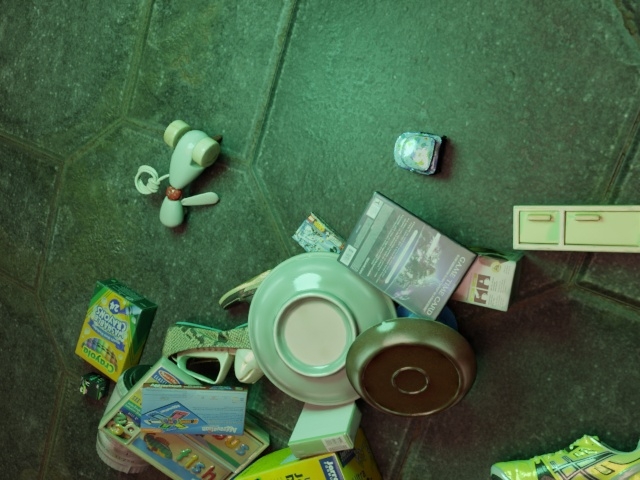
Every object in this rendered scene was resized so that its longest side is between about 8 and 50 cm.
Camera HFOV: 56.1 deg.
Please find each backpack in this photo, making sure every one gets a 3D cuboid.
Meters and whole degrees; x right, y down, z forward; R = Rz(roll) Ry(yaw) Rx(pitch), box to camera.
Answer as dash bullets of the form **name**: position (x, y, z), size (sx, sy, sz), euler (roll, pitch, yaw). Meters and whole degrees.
- **backpack**: position (0.241, -0.219, 1.489), size (0.114, 0.084, 0.104), euler (14, 98, 26)

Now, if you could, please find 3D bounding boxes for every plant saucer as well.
- **plant saucer**: position (0.212, 0.316, 1.410), size (0.311, 0.050, 0.310), euler (3, 123, 5)
- **plant saucer**: position (-0.005, 0.228, 1.510), size (0.401, 0.100, 0.400), euler (0, 92, 13)

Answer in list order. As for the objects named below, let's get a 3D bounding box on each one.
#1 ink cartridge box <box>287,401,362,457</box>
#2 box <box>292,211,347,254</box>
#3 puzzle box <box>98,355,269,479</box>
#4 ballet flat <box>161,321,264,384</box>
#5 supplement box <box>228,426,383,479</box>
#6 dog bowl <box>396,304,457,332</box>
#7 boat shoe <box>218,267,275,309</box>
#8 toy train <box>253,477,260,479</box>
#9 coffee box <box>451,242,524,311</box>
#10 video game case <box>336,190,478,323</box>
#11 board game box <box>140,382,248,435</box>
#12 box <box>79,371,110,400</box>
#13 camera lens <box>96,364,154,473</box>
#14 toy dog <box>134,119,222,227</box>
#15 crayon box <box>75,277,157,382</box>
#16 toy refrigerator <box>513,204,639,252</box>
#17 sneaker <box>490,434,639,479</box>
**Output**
- **ink cartridge box**: position (0.027, 0.456, 1.583), size (0.171, 0.235, 0.056), euler (-20, 109, 25)
- **box**: position (0.000, 0.000, 1.650), size (0.137, 0.027, 0.094), euler (44, 112, 15)
- **puzzle box**: position (-0.382, 0.548, 1.721), size (0.409, 0.052, 0.272), euler (42, 98, -17)
- **ballet flat**: position (-0.256, 0.325, 1.714), size (0.483, 0.164, 0.181), euler (-6, 56, 27)
- **supplement box**: position (-0.037, 0.670, 1.631), size (0.357, 0.194, 0.195), euler (-25, 83, 25)
- **dog bowl**: position (0.260, 0.281, 1.527), size (0.166, 0.074, 0.297), euler (14, 101, 24)
- **boat shoe**: position (-0.195, 0.153, 1.726), size (0.224, 0.080, 0.073), euler (-31, 76, 19)
- **toy train**: position (-0.153, 0.661, 1.568), size (0.024, 0.017, 0.083), euler (-33, 80, 33)
- **coffee box**: position (0.316, 0.068, 1.431), size (0.297, 0.168, 0.118), euler (11, 99, 23)
- **video game case**: position (0.192, 0.040, 1.381), size (0.274, 0.026, 0.196), euler (34, 108, 18)
- **board game box**: position (-0.348, 0.467, 1.657), size (0.282, 0.027, 0.145), euler (5, 105, -9)
- **box**: position (-0.766, 0.493, 2.036), size (0.083, 0.052, 0.062), euler (18, 103, 22)
- **camera lens**: position (-0.547, 0.539, 1.845), size (0.219, 0.219, 0.274), euler (32, 107, 20)
- **toy dog**: position (-0.380, -0.205, 1.770), size (0.334, 0.161, 0.220), euler (-42, 79, 37)
- **crayon box**: position (-0.677, 0.314, 1.964), size (0.203, 0.083, 0.322), euler (27, 105, 21)
- **toy refrigerator**: position (0.576, -0.029, 1.342), size (0.270, 0.094, 0.102), euler (2, 95, 25)
- **sneaker**: position (0.588, 0.523, 1.378), size (0.385, 0.145, 0.147), euler (-7, 71, 23)
